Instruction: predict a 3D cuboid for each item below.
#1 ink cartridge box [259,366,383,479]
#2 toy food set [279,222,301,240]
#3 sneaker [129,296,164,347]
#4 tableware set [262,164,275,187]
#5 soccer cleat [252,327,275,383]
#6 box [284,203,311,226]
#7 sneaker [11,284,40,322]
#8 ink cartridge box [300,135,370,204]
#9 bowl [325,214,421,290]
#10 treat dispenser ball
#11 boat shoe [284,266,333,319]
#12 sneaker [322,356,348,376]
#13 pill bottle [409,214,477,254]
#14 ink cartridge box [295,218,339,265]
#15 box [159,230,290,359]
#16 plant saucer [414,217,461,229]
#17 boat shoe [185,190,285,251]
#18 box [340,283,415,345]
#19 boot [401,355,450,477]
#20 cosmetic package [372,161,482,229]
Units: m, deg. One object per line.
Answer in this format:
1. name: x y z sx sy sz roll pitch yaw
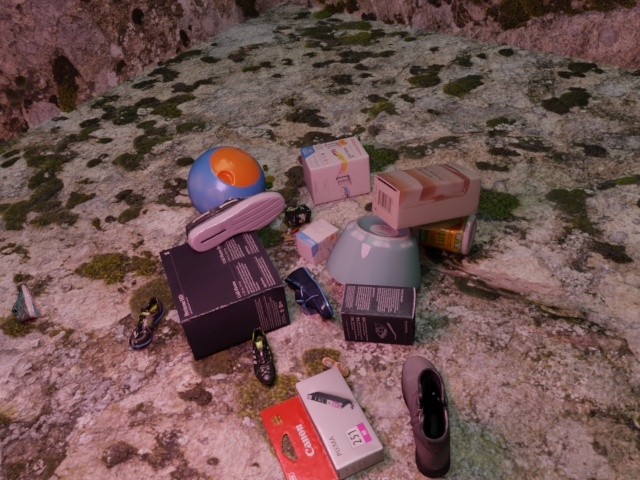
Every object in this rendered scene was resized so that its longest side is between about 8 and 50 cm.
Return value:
1. ink cartridge box: -0.007 0.479 1.447 0.238 0.060 0.275 -19 42 -14
2. toy food set: -0.108 -0.029 2.072 0.077 0.019 0.122 -9 33 -1
3. sneaker: -0.549 0.254 1.775 0.067 0.078 0.188 4 43 14
4. tableware set: -0.241 -0.265 2.355 0.104 0.024 0.154 -5 41 3
5. soccer cleat: -0.170 0.330 1.630 0.060 0.072 0.179 -14 41 -6
6. box: -0.083 -0.093 2.099 0.083 0.052 0.062 -15 34 -24
7. sneaker: -1.005 0.213 1.912 0.076 0.065 0.166 -29 44 -17
8. ink cartridge box: 0.060 -0.274 2.205 0.232 0.168 0.171 -14 41 -8
9. bowl: 0.180 0.027 1.775 0.311 0.163 0.311 7 24 -3
10. treat dispenser ball: -0.347 -0.205 2.106 0.288 0.288 0.288 -5 41 4
11. boat shoe: -0.038 0.179 1.779 0.089 0.109 0.258 -27 28 -10
12. sneaker: 0.043 0.355 1.600 0.083 0.037 0.032 32 73 9
13. pill bottle: 0.390 -0.043 1.914 0.245 0.136 0.136 13 45 23
14. ink cartridge box: 0.000 0.000 1.962 0.143 0.092 0.090 -33 47 -25
15. box: -0.303 0.146 1.781 0.312 0.179 0.343 -18 42 -14
16. plant saucer: 0.335 -0.105 1.838 0.240 0.037 0.241 2 28 -1
17. boat shoe: -0.280 -0.087 1.817 0.335 0.121 0.119 -24 47 -16
18. box: 0.170 0.214 1.639 0.207 0.153 0.108 3 50 10
19. boot: 0.267 0.376 1.392 0.118 0.223 0.338 -8 41 1
20. cosmetic package: 0.321 -0.140 1.727 0.296 0.129 0.153 -11 30 -24
